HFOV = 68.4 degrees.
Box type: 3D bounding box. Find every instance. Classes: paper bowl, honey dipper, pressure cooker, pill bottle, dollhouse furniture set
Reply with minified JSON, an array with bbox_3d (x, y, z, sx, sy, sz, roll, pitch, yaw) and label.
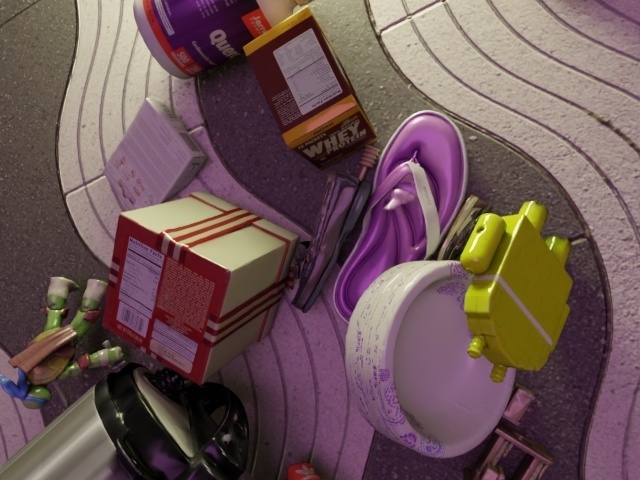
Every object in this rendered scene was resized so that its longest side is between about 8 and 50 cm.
[{"bbox_3d":[0.162,0.174,0.739,0.148,0.284,0.284,-5,83,56],"label":"paper bowl"},{"bbox_3d":[0.071,-0.100,0.893,0.031,0.030,0.160,23,96,17],"label":"honey dipper"},{"bbox_3d":[-0.289,0.406,0.747,0.420,0.375,0.370,-43,55,-16],"label":"pressure cooker"},{"bbox_3d":[-0.181,-0.456,0.913,0.323,0.181,0.181,-19,81,15],"label":"pill bottle"},{"bbox_3d":[0.309,0.340,0.720,0.101,0.161,0.181,30,96,17],"label":"dollhouse furniture set"}]

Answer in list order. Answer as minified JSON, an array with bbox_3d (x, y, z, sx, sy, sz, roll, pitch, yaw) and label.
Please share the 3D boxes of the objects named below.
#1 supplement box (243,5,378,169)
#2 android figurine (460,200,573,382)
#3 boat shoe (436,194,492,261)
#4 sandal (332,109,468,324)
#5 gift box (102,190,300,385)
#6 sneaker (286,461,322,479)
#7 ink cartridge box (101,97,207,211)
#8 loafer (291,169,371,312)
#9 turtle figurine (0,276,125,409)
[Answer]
[{"bbox_3d":[-0.009,-0.257,0.841,0.129,0.191,0.194,-26,79,14],"label":"supplement box"},{"bbox_3d":[0.300,0.079,0.712,0.248,0.056,0.272,44,64,-24],"label":"android figurine"},{"bbox_3d":[0.247,-0.004,0.817,0.049,0.056,0.152,27,94,22],"label":"boat shoe"},{"bbox_3d":[0.143,-0.032,0.826,0.169,0.102,0.416,21,92,17],"label":"sandal"},{"bbox_3d":[-0.214,0.077,0.855,0.255,0.258,0.276,30,115,15],"label":"gift box"},{"bbox_3d":[-0.083,0.547,0.859,0.350,0.131,0.148,-57,39,19],"label":"sneaker"},{"bbox_3d":[-0.367,-0.166,1.030,0.181,0.056,0.224,51,119,14],"label":"ink cartridge box"},{"bbox_3d":[0.000,0.000,0.859,0.084,0.096,0.267,26,98,-2],"label":"loafer"},{"bbox_3d":[-0.525,0.228,1.014,0.198,0.275,0.266,-13,61,38],"label":"turtle figurine"}]
